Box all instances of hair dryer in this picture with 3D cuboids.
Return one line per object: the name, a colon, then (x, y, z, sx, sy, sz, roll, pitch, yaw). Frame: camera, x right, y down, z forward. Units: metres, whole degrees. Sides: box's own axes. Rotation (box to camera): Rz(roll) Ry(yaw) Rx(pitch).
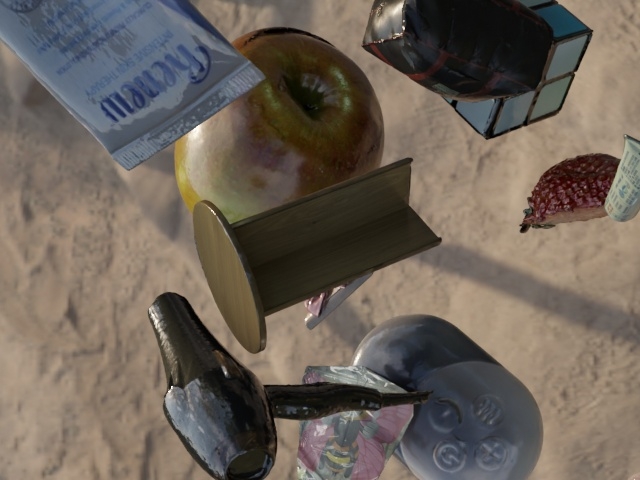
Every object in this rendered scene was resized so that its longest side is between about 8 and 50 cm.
hair dryer: (-0.030, 0.174, 1.348, 0.304, 0.359, 0.120, 53, 132, 52)

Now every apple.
apple: (-0.077, -0.167, 1.946, 0.374, 0.374, 0.384, -17, 37, 36)

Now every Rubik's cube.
Rubik's cube: (0.301, -0.297, 1.793, 0.167, 0.183, 0.180, 49, 143, 30)

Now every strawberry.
strawberry: (0.427, -0.087, 1.796, 0.235, 0.175, 0.107, -14, 84, 27)

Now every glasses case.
glasses case: (0.022, 0.087, 2.113, 0.070, 0.102, 0.193, 43, 119, -5)

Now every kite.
kite: (0.015, 0.366, 1.694, 0.204, 0.022, 0.361, 13, 79, 32)

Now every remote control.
remote control: (0.193, 0.262, 1.734, 0.332, 0.103, 0.221, 40, 93, 12)

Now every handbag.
handbag: (0.178, -0.271, 1.484, 0.155, 0.215, 0.169, -69, 19, -1)

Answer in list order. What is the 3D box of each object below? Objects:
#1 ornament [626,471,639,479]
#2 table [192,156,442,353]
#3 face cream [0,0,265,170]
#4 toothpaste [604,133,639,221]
ornament: (0.371, 0.318, 1.136, 0.177, 0.177, 0.178, -5, 82, 38)
table: (0.000, 0.000, 1.173, 0.167, 0.226, 0.167, 53, 155, 37)
face cream: (-0.283, -0.280, 1.267, 0.234, 0.420, 0.137, -31, 28, 25)
toothpaste: (0.418, -0.075, 1.480, 0.047, 0.268, 0.069, -24, 73, 0)
